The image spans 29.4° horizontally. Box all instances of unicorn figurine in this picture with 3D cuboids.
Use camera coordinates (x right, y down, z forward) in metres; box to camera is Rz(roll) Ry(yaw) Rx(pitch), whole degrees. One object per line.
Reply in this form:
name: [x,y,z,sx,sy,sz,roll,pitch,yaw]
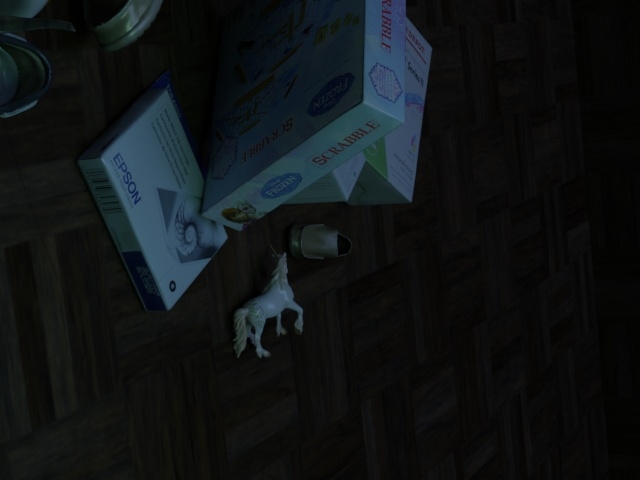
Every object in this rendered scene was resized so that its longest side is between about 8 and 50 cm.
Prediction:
unicorn figurine: [-0.068,0.089,1.694,0.162,0.060,0.111,-46,128,-54]

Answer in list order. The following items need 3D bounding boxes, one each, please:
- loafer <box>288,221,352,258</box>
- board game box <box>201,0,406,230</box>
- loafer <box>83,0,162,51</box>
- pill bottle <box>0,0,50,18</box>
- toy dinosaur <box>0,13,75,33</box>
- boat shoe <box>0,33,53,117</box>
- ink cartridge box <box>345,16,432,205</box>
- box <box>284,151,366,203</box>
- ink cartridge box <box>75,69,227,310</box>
loafer: [0.000,0.000,1.837,0.148,0.050,0.056,-1,89,-62]
board game box: [-0.021,-0.214,1.491,0.066,0.318,0.318,23,55,-31]
loafer: [-0.236,-0.334,1.382,0.092,0.102,0.269,31,48,-44]
pill bottle: [-0.274,-0.351,1.220,0.278,0.162,0.162,-58,137,-40]
toy dinosaur: [-0.362,-0.220,1.077,0.268,0.064,0.118,-5,56,-30]
boat shoe: [-0.370,-0.153,1.117,0.302,0.091,0.114,-27,111,-60]
ink cartridge box: [0.075,-0.255,1.921,0.207,0.119,0.354,37,56,-54]
box: [-0.033,-0.143,1.703,0.170,0.130,0.091,64,37,-37]
ink cartridge box: [-0.187,-0.065,1.500,0.224,0.045,0.223,-58,136,-47]
